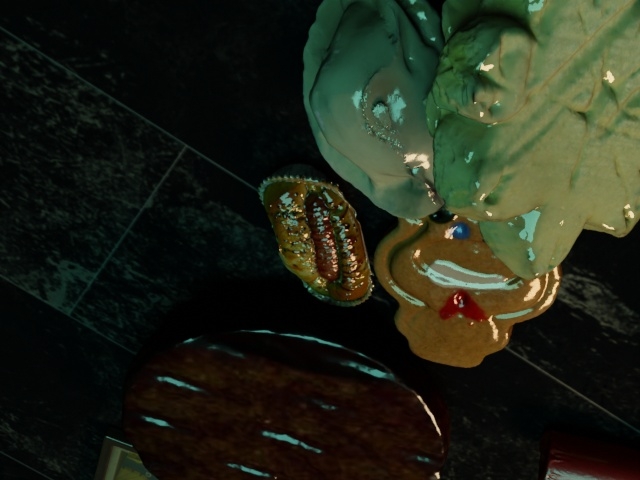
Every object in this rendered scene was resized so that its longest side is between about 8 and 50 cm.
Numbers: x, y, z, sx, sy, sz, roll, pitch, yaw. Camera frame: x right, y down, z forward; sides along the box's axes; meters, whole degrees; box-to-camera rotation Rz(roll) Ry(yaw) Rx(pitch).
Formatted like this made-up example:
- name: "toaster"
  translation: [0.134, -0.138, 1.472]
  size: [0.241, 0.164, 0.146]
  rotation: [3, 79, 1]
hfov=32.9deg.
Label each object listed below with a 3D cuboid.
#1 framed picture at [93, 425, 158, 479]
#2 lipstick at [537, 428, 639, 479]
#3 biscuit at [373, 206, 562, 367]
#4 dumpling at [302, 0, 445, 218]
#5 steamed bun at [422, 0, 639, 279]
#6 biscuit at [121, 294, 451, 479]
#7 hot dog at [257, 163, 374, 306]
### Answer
- name: "framed picture"
  translation: [-0.256, 0.341, 1.541]
  size: [0.128, 0.023, 0.168]
  rotation: [20, 130, -2]
- name: "lipstick"
  translation: [0.401, 0.289, 1.300]
  size: [0.279, 0.073, 0.073]
  rotation: [11, 130, 5]
- name: "biscuit"
  translation: [0.161, 0.012, 1.154]
  size: [0.202, 0.047, 0.334]
  rotation: [12, 131, 4]
- name: "dumpling"
  translation: [0.046, -0.133, 1.021]
  size: [0.172, 0.142, 0.247]
  rotation: [10, 119, 45]
- name: "steamed bun"
  translation: [0.194, -0.116, 0.947]
  size: [0.137, 0.295, 0.292]
  rotation: [26, 117, 48]
- name: "biscuit"
  translation: [-0.042, 0.220, 1.344]
  size: [0.407, 0.091, 0.407]
  rotation: [6, 131, 7]
- name: "hot dog"
  translation: [0.000, 0.000, 1.180]
  size: [0.099, 0.053, 0.192]
  rotation: [-6, 126, 24]
